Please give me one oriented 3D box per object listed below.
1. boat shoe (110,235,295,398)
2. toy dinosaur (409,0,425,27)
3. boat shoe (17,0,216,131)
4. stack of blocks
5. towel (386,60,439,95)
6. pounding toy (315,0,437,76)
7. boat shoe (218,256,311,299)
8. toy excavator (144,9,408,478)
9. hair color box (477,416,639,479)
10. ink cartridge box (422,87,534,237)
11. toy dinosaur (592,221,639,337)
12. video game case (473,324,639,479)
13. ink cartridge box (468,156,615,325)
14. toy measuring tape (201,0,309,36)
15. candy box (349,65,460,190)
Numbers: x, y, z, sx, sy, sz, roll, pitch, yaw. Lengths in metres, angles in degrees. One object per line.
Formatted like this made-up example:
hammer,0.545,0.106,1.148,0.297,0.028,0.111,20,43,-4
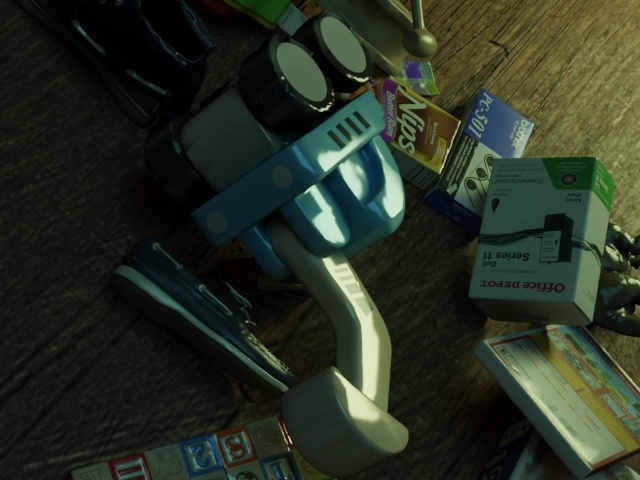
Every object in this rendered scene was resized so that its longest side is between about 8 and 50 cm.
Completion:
boat shoe,-0.128,0.092,1.582,0.254,0.095,0.079,35,65,4
toy dinosaur,0.122,-0.395,1.990,0.093,0.053,0.183,2,64,-28
boat shoe,-0.264,-0.307,1.678,0.340,0.158,0.127,46,53,1
stack of blocks,-0.124,0.308,1.469,0.297,0.087,0.171,-12,71,-32
towel,0.131,-0.236,1.936,0.083,0.009,0.060,1,63,-27
pounding toy,0.095,-0.336,1.846,0.269,0.155,0.154,53,15,28
boat shoe,-0.059,0.044,1.670,0.137,0.043,0.049,11,62,-21
toy excavator,0.000,0.000,1.563,0.445,0.222,0.433,53,30,-5
hair color box,0.248,0.385,1.611,0.174,0.105,0.347,38,53,-5
ink cartridge box,0.226,-0.113,1.898,0.097,0.046,0.207,33,54,-9
toy dinosaur,0.405,0.052,1.881,0.160,0.121,0.313,-3,70,-15
video game case,0.329,0.195,1.706,0.204,0.025,0.285,51,28,21
ink cartridge box,0.293,0.000,1.776,0.087,0.153,0.208,40,57,-54
toy measuring tape,-0.074,-0.319,1.790,0.330,0.121,0.121,44,53,12
candy box,0.093,-0.165,1.854,0.187,0.053,0.109,31,54,-11
